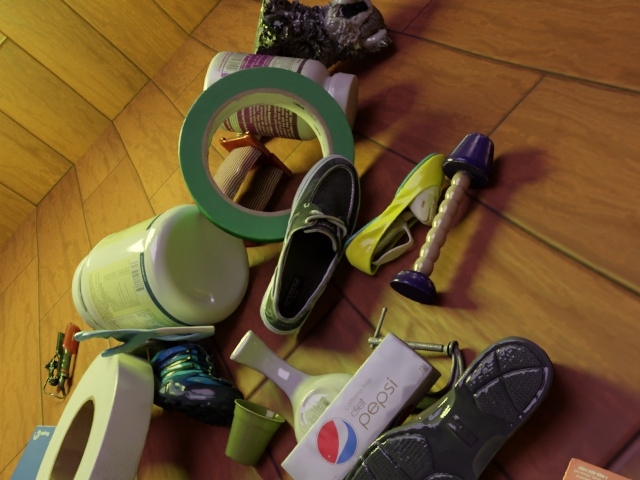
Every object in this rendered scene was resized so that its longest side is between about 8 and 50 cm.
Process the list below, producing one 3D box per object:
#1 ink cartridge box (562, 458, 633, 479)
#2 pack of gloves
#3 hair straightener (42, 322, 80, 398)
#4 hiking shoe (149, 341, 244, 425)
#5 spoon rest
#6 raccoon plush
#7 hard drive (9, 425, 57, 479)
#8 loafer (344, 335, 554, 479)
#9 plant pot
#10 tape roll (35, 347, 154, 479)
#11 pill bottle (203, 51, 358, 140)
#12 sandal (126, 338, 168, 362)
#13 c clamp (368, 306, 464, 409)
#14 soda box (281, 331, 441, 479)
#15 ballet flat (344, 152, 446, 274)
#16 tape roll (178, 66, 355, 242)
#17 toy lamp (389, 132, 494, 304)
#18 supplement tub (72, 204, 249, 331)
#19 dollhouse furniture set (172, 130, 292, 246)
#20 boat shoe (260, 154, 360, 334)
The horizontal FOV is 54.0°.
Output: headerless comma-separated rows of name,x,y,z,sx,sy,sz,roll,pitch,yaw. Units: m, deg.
ink cartridge box,0.244,0.308,0.539,0.115,0.067,0.198,8,61,52
pack of gloves,-0.300,0.178,1.094,0.195,0.232,0.046,127,142,-76
hair straightener,-0.656,0.314,1.587,0.089,0.047,0.230,-39,39,14
hiking shoe,-0.230,0.236,1.106,0.304,0.113,0.132,-2,56,48
spoon rest,-0.021,0.228,0.928,0.276,0.084,0.137,30,81,42
raccoon plush,-0.019,-0.414,1.523,0.446,0.299,0.216,114,162,-50
hard drive,-0.604,0.543,1.292,0.210,0.040,0.319,-14,47,41
loafer,0.151,0.232,0.722,0.302,0.095,0.109,-46,63,11
plant pot,-0.106,0.294,0.952,0.083,0.083,0.079,15,81,54
tape roll,-0.405,0.381,1.083,0.392,0.072,0.392,-43,33,37
pill bottle,-0.077,-0.301,1.326,0.301,0.169,0.169,10,57,12
sandal,-0.382,0.263,1.285,0.219,0.090,0.060,-35,56,24
c clamp,0.125,0.159,0.847,0.160,0.022,0.137,5,61,40
soda box,0.053,0.224,0.787,0.074,0.069,0.216,39,88,27
ballet flat,0.137,-0.034,1.010,0.231,0.077,0.077,-46,55,9
tape roll,-0.098,-0.157,1.172,0.321,0.321,0.077,-55,2,-9
toy lamp,0.190,-0.039,0.941,0.080,0.080,0.275,6,63,51
supplement tub,-0.329,0.075,1.270,0.324,0.235,0.236,-17,45,39
dollhouse furniture set,-0.263,-0.100,1.443,0.374,0.152,0.201,-4,53,47
boat shoe,0.000,0.000,1.058,0.119,0.121,0.335,146,144,-71
